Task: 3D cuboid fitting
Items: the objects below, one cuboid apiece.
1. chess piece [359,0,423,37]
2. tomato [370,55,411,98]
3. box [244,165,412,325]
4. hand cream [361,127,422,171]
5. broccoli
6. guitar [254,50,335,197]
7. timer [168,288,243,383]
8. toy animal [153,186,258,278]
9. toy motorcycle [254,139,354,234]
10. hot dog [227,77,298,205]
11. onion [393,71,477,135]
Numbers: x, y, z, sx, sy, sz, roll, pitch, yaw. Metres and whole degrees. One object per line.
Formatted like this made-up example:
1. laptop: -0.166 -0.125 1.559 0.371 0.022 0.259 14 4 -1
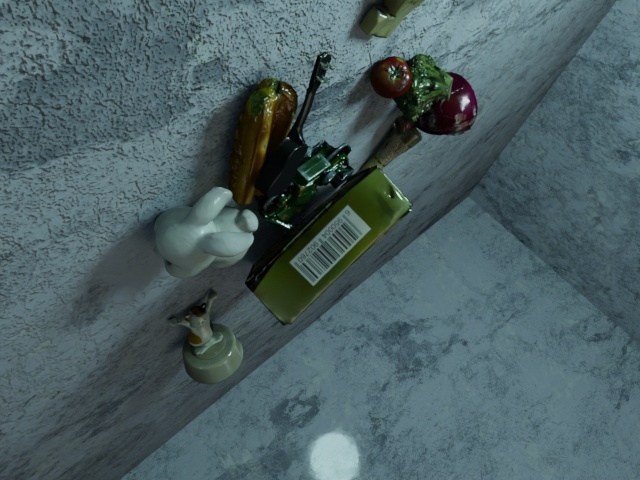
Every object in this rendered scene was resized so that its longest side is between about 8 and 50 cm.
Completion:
1. chess piece: 0.150 -0.435 0.816 0.090 0.090 0.200 -28 169 -45
2. tomato: 0.150 -0.347 1.014 0.087 0.087 0.075 -43 -170 -5
3. box: 0.000 0.000 1.163 0.373 0.138 0.420 -43 -175 -2
4. hand cream: 0.200 -0.256 1.375 0.203 0.084 0.084 -45 165 21
5. broccoli: 0.235 -0.361 1.103 0.145 0.138 0.162 84 26 -43
6. guitar: -0.037 -0.187 0.801 0.084 0.038 0.271 -36 160 -54
7. timer: -0.327 0.263 1.322 0.175 0.175 0.265 -36 144 -26
8. toy animal: -0.200 -0.011 0.865 0.179 0.127 0.193 -20 174 7
9. toy motorcycle: -0.039 -0.120 1.040 0.275 0.124 0.187 -40 176 -32
10. hot dog: -0.107 -0.171 0.842 0.115 0.072 0.268 -31 157 -39
11. onion: 0.292 -0.350 1.234 0.218 0.195 0.139 -16 135 0
